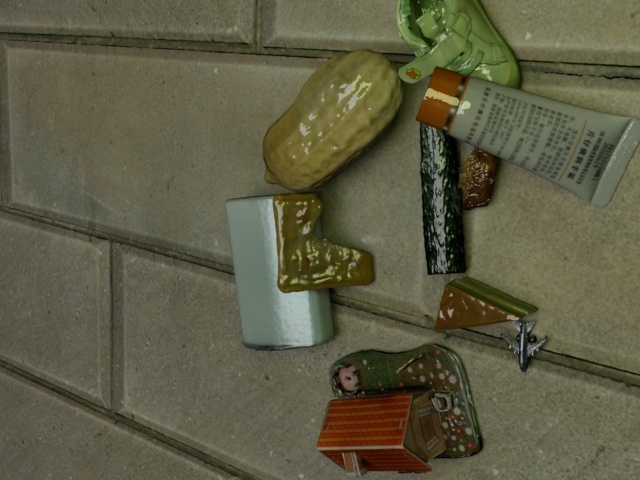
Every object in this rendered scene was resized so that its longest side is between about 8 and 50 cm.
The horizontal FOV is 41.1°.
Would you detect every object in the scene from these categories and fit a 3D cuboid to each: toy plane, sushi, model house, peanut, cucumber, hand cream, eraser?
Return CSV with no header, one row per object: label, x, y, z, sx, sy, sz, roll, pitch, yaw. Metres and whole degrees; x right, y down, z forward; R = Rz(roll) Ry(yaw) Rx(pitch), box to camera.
toy plane,0.325,0.168,1.360,0.078,0.031,0.083,0,99,39
sushi,0.246,-0.101,1.351,0.060,0.061,0.118,12,99,8
model house,0.103,0.304,1.486,0.293,0.154,0.207,-13,92,40
peanut,0.006,-0.193,1.450,0.340,0.158,0.174,-41,42,31
cucumber,0.196,-0.087,1.393,0.067,0.067,0.294,0,97,39
hand cream,0.299,-0.165,1.238,0.314,0.089,0.140,25,115,5
eraser,-0.079,0.058,1.613,0.189,0.104,0.290,-3,97,36

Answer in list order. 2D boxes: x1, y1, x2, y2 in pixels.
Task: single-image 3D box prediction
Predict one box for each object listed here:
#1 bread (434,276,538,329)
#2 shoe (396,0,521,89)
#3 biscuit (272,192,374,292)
bread,0.265,0.125,1.373,0.139,0.074,0.084,24,113,31
shoe,0.198,-0.300,1.326,0.140,0.128,0.262,-30,76,52
biscuit,0.000,0.000,1.519,0.174,0.039,0.184,-8,96,-5
